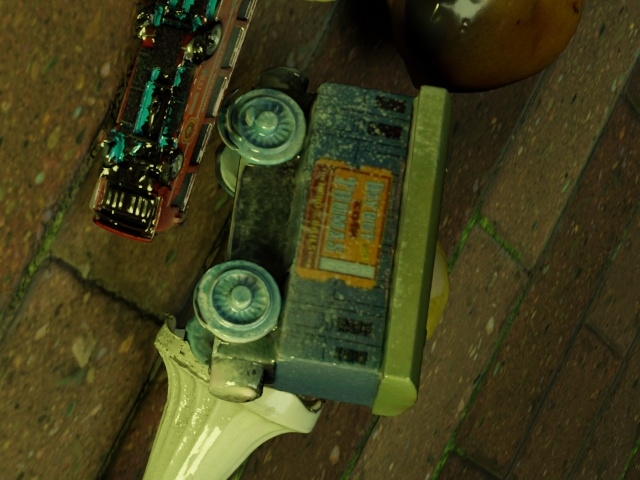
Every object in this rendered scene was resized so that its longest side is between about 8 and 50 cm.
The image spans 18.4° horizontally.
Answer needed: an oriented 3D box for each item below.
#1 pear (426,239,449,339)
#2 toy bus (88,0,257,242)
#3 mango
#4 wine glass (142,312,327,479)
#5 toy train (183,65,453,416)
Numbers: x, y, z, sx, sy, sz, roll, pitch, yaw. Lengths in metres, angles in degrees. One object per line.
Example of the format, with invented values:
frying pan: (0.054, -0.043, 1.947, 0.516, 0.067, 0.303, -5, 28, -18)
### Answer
pear: (0.027, 0.032, 1.778, 0.178, 0.178, 0.178, -42, 145, -39)
toy bus: (-0.114, -0.116, 1.576, 0.096, 0.073, 0.235, -6, 116, -68)
mango: (0.147, -0.233, 1.868, 0.287, 0.153, 0.201, 0, 120, -59)
wine glass: (-0.112, 0.184, 1.736, 0.196, 0.165, 0.165, -58, 153, -1)
toy train: (0.000, 0.000, 1.648, 0.131, 0.202, 0.299, 106, -7, -68)
